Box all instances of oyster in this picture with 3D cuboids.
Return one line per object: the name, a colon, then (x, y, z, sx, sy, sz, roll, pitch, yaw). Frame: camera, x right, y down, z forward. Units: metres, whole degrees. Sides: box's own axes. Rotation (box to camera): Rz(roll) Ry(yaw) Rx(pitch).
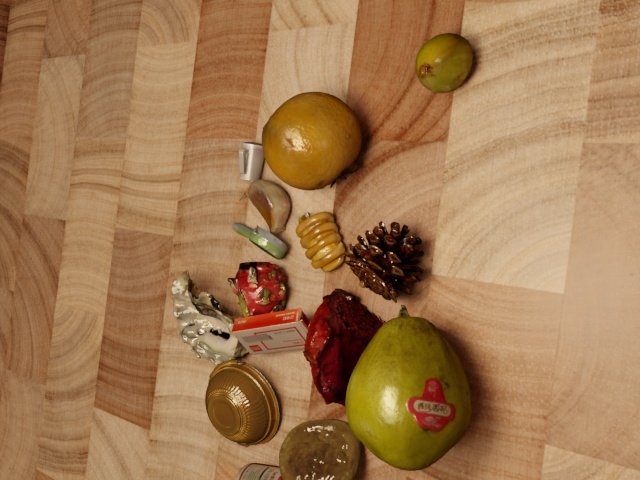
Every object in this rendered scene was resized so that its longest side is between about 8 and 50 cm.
oyster: (-0.326, 0.241, 2.110, 0.351, 0.115, 0.238, 17, 119, 26)

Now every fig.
fig: (0.301, -0.431, 1.696, 0.136, 0.120, 0.153, -2, 61, 43)

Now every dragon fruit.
dragon fruit: (-0.181, 0.151, 1.999, 0.166, 0.160, 0.172, -2, 81, -4)
dragon fruit: (0.067, 0.241, 1.730, 0.240, 0.330, 0.302, -23, 68, 12)

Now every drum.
drum: (-0.176, -0.001, 2.071, 0.049, 0.130, 0.253, -56, 23, -7)

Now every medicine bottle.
medicine bottle: (-0.114, 0.687, 1.910, 0.250, 0.131, 0.131, -7, 82, 39)

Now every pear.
pear: (0.202, 0.331, 1.598, 0.287, 0.287, 0.375, -15, 68, 37)

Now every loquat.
loquat: (-0.017, -0.258, 1.851, 0.275, 0.275, 0.275, -4, 83, 38)

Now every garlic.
garlic: (-0.168, -0.117, 2.058, 0.198, 0.090, 0.129, 40, 122, 29)

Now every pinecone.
pinecone: (0.167, 0.047, 1.718, 0.207, 0.207, 0.208, -4, 83, 38)

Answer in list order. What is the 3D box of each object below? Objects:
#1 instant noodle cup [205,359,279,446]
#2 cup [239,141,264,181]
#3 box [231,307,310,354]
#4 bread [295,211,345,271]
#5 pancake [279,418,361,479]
instant noodle cup: (-0.253, 0.487, 2.021, 0.274, 0.090, 0.274, 9, 107, 32)
cup: (-0.213, -0.239, 2.092, 0.074, 0.104, 0.116, 12, 97, 24)
box: (-0.122, 0.256, 1.938, 0.229, 0.123, 0.050, -11, 44, 25)
bread: (0.000, 0.000, 1.915, 0.119, 0.084, 0.177, -34, 70, 32)
pancake: (-0.001, 0.561, 1.817, 0.241, 0.050, 0.242, -13, 48, 15)
